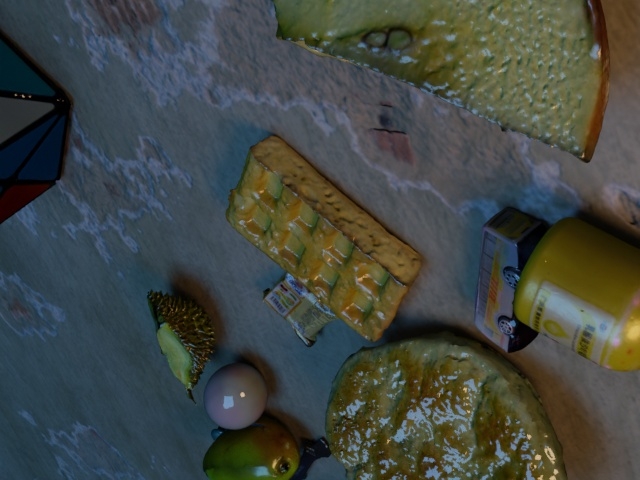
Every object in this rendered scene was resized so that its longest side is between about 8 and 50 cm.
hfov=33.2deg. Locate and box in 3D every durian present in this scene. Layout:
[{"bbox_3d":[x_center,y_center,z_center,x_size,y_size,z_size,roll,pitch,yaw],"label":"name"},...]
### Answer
[{"bbox_3d":[-0.220,0.155,1.752,0.220,0.096,0.137,87,165,-47],"label":"durian"}]

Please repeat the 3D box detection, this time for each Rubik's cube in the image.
[{"bbox_3d":[-0.565,-0.166,1.661,0.250,0.246,0.248,43,145,7],"label":"Rubik's cube"}]

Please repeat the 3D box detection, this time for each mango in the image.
[{"bbox_3d":[-0.121,0.363,1.821,0.111,0.125,0.233,51,147,-17],"label":"mango"}]

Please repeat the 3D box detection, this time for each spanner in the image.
[{"bbox_3d":[-0.027,0.384,1.826,0.046,0.012,0.208,38,140,8],"label":"spanner"}]

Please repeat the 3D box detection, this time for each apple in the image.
[{"bbox_3d":[0.113,-0.196,0.947,0.346,0.179,0.254,27,154,25],"label":"apple"}]

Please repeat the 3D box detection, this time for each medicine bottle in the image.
[{"bbox_3d":[0.308,0.073,1.055,0.212,0.122,0.121,30,143,24],"label":"medicine bottle"}]

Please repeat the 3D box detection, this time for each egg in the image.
[{"bbox_3d":[-0.137,0.253,1.745,0.103,0.103,0.135,43,145,7],"label":"egg"}]

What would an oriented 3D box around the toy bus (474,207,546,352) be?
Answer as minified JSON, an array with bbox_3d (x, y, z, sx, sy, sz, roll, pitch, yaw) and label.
[{"bbox_3d":[0.212,0.046,1.194,0.072,0.057,0.172,34,144,32],"label":"toy bus"}]

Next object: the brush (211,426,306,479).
[{"bbox_3d":[-0.106,0.373,1.907,0.193,0.032,0.043,20,135,17],"label":"brush"}]

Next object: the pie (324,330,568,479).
[{"bbox_3d":[0.156,0.269,1.338,0.296,0.078,0.371,-51,60,27],"label":"pie"}]

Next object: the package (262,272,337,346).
[{"bbox_3d":[-0.024,0.088,1.519,0.108,0.031,0.120,45,141,2],"label":"package"}]

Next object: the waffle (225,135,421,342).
[{"bbox_3d":[0.000,0.000,1.378,0.274,0.057,0.168,40,146,11],"label":"waffle"}]
